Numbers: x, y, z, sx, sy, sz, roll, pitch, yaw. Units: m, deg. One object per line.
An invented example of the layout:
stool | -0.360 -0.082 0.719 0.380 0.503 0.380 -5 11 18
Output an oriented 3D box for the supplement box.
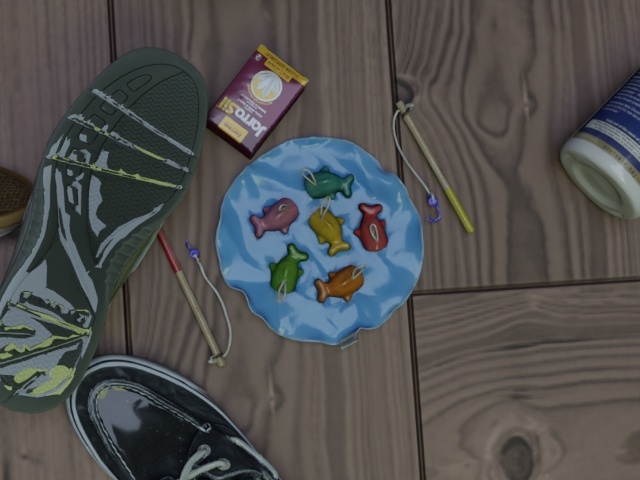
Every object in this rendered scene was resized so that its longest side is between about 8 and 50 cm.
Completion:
supplement box | -0.057 -0.121 1.063 0.055 0.043 0.083 37 83 -3

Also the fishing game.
fishing game | 0.000 0.000 1.061 0.264 0.041 0.189 -24 85 -7

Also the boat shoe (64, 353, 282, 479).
boat shoe | -0.091 0.207 1.001 0.301 0.102 0.108 45 82 -1

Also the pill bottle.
pill bottle | 0.301 -0.107 1.074 0.094 0.094 0.169 45 83 -1

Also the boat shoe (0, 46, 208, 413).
boat shoe | -0.195 -0.012 1.014 0.118 0.103 0.320 24 81 -17

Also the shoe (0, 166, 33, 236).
shoe | -0.348 -0.020 1.022 0.219 0.058 0.077 -5 55 -11
